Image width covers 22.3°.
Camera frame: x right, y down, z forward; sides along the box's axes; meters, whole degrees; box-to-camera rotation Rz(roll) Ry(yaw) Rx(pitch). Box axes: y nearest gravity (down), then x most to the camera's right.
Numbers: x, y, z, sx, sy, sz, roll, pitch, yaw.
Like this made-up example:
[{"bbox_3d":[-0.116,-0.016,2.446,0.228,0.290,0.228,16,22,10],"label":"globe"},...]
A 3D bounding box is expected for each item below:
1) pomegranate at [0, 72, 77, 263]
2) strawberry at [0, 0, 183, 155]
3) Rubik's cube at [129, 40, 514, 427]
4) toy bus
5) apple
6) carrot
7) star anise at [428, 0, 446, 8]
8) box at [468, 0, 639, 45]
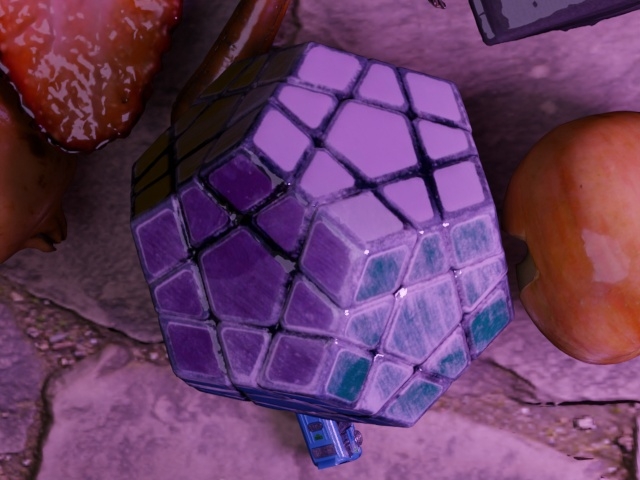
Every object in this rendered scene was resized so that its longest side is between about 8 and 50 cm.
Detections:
[{"bbox_3d":[-0.322,-0.064,1.437,0.209,0.209,0.209,6,105,23],"label":"pomegranate"},{"bbox_3d":[-0.204,-0.186,1.397,0.190,0.111,0.236,-3,87,-2],"label":"strawberry"},{"bbox_3d":[0.000,0.000,1.271,0.319,0.319,0.264,7,79,23],"label":"Rubik's cube"},{"bbox_3d":[0.004,0.159,1.429,0.038,0.046,0.083,-17,94,27],"label":"toy bus"},{"bbox_3d":[0.223,-0.003,1.226,0.199,0.199,0.199,6,105,23],"label":"apple"},{"bbox_3d":[-0.075,-0.153,1.391,0.055,0.055,0.161,36,107,13],"label":"carrot"},{"bbox_3d":[0.076,-0.261,1.291,0.124,0.056,0.129,29,111,38],"label":"star anise"},{"bbox_3d":[0.192,-0.321,1.117,0.204,0.251,0.345,-18,93,27],"label":"box"}]
